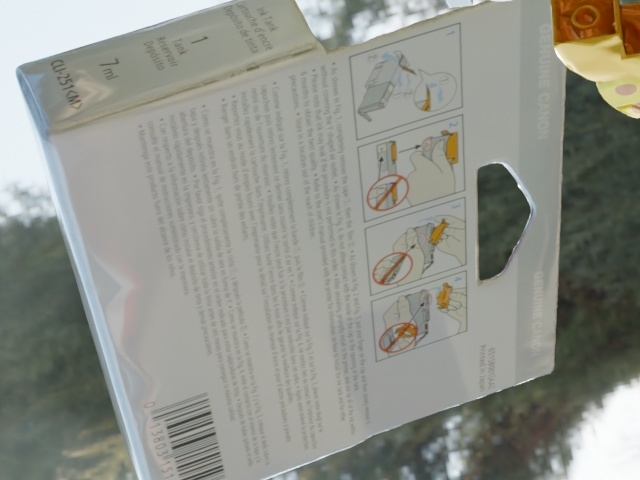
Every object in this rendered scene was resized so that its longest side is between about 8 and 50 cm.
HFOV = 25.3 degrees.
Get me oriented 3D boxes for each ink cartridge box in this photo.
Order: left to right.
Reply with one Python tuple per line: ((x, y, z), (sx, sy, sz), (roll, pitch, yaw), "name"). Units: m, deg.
((0.000, 0.000, 0.704), (0.275, 0.239, 0.060), (83, 162, -44), "ink cartridge box")

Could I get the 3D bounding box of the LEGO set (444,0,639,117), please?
((0.139, -0.069, 0.439), (0.093, 0.227, 0.087), (58, -148, -58), "LEGO set")
